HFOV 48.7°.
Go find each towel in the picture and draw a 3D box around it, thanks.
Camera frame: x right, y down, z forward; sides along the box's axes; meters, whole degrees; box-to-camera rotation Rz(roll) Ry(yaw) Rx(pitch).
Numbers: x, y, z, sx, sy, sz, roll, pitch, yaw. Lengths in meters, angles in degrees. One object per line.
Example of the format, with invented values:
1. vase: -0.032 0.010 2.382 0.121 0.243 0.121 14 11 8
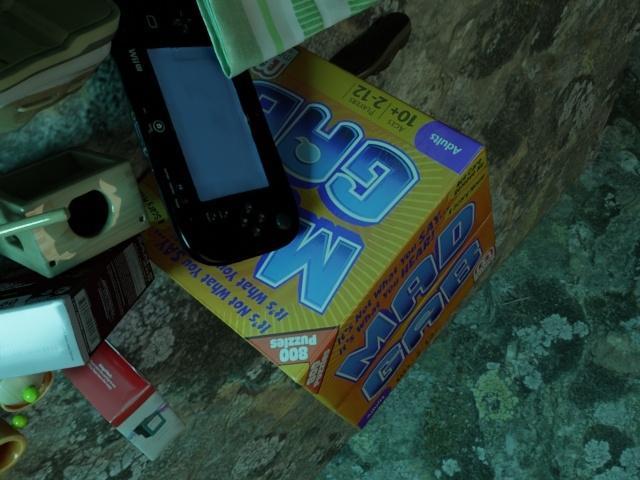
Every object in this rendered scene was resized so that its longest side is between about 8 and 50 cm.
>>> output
1. towel: -0.023 -0.366 0.820 0.325 0.038 0.247 -36 121 -32

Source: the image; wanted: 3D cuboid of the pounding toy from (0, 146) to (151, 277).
1. pounding toy: -0.287 -0.009 0.729 0.206 0.181 0.094 -33 124 -36

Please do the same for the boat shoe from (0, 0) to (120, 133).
1. boat shoe: -0.296 -0.141 0.624 0.302 0.113 0.103 -42 166 -50

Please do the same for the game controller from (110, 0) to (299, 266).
1. game controller: -0.130 -0.129 0.790 0.067 0.318 0.167 -22 177 38

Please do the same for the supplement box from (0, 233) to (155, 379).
1. supplement box: -0.282 0.062 0.771 0.239 0.130 0.073 -82 160 -74

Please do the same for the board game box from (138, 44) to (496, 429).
1. board game box: 0.000 0.000 1.029 0.356 0.356 0.356 -51 154 -9

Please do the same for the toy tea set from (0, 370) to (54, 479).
1. toy tea set: -0.446 0.297 0.904 0.200 0.124 0.335 -5 125 -56

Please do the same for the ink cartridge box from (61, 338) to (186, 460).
1. ink cartridge box: -0.298 0.226 1.052 0.078 0.134 0.231 -44 151 -19

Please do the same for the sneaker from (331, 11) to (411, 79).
1. sneaker: 0.086 -0.294 1.156 0.188 0.066 0.071 -43 152 -20
